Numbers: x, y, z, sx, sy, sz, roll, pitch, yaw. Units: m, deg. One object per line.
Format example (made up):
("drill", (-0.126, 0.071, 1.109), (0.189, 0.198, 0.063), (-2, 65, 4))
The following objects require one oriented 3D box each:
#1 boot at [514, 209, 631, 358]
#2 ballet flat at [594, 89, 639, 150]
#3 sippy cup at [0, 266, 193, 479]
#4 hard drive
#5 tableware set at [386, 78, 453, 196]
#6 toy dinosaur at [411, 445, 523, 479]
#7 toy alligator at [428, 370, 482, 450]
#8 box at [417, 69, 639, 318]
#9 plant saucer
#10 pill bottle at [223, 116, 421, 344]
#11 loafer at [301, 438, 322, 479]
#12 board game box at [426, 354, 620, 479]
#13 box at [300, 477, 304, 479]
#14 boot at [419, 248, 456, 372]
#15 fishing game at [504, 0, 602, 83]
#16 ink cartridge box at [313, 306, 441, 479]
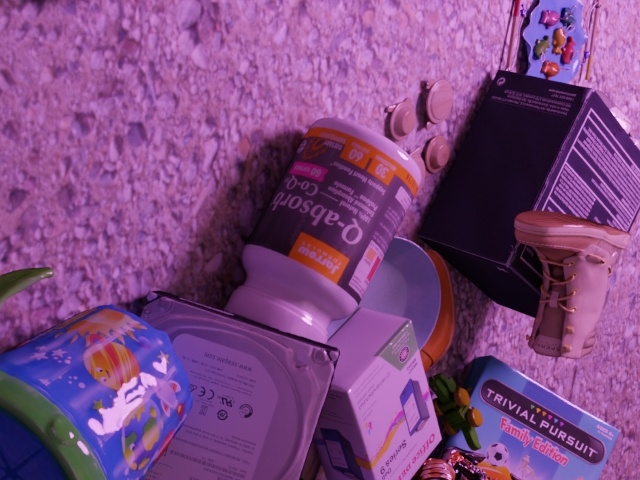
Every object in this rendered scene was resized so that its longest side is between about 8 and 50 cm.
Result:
("boot", (0.335, 0.066, 1.849), (0.262, 0.095, 0.203), (7, 101, -54))
("ballet flat", (0.515, -0.187, 2.273), (0.072, 0.068, 0.213), (-59, 140, -16))
("sippy cup", (-0.259, 0.187, 1.363), (0.224, 0.240, 0.305), (-43, 158, -47))
("hard drive", (-0.137, 0.252, 1.517), (0.064, 0.237, 0.339), (2, 107, -87))
("tableware set", (0.146, -0.146, 1.876), (0.141, 0.020, 0.169), (-29, 124, -44))
("toy dinosaur", (0.174, 0.408, 1.973), (0.164, 0.322, 0.218), (89, 3, -56))
("toy alligator", (0.201, 0.239, 2.031), (0.190, 0.056, 0.051), (57, 34, -9))
("box", (0.336, -0.056, 2.009), (0.296, 0.183, 0.294), (38, 75, -49))
("plant saucer", (0.072, 0.085, 1.774), (0.195, 0.037, 0.195), (-7, 105, -26))
("pill bottle", (0.000, 0.000, 1.638), (0.162, 0.162, 0.278), (43, 70, -49))
("loafer", (-0.053, 0.326, 1.760), (0.092, 0.102, 0.268), (16, 101, -54))
("board game box", (0.293, 0.392, 2.099), (0.254, 0.079, 0.336), (30, 76, -7))
("box", (0.010, 0.423, 1.605), (0.103, 0.261, 0.184), (-28, 124, -20))
("boot", (0.079, 0.145, 1.849), (0.211, 0.104, 0.295), (11, 84, -40))
("fishing game", (0.378, -0.312, 2.080), (0.264, 0.041, 0.189), (0, 102, -51))
("ink cartridge box", (0.066, 0.220, 1.702), (0.154, 0.093, 0.212), (-44, 132, -38))
